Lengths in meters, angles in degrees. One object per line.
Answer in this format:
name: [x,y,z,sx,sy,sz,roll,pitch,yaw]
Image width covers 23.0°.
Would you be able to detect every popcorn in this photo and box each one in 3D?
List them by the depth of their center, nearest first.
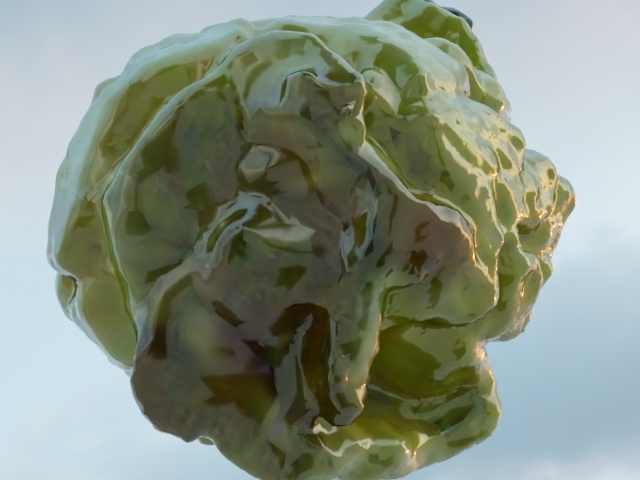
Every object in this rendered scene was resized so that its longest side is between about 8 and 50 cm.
popcorn: [-0.001,0.000,0.835,0.292,0.293,0.237,-17,-3,-1]
